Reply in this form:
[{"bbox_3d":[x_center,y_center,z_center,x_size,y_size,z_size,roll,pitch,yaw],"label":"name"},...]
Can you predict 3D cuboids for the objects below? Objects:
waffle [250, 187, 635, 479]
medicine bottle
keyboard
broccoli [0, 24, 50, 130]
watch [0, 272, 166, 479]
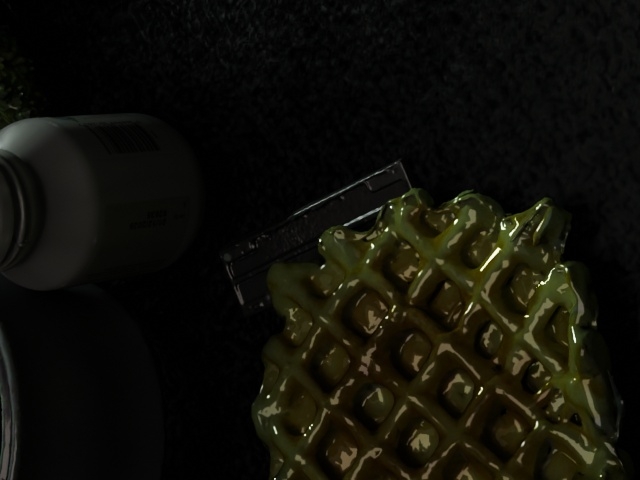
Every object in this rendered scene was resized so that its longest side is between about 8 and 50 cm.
[{"bbox_3d":[0.080,0.120,1.087,0.297,0.073,0.317,-15,72,30],"label":"waffle"},{"bbox_3d":[-0.203,-0.030,1.201,0.135,0.215,0.135,5,99,36],"label":"medicine bottle"},{"bbox_3d":[0.000,0.000,1.186,0.198,0.010,0.063,-25,84,35],"label":"keyboard"},{"bbox_3d":[-0.351,-0.119,1.315,0.226,0.176,0.198,41,126,18],"label":"broccoli"},{"bbox_3d":[-0.303,0.180,1.291,0.335,0.314,0.327,16,93,44],"label":"watch"}]
